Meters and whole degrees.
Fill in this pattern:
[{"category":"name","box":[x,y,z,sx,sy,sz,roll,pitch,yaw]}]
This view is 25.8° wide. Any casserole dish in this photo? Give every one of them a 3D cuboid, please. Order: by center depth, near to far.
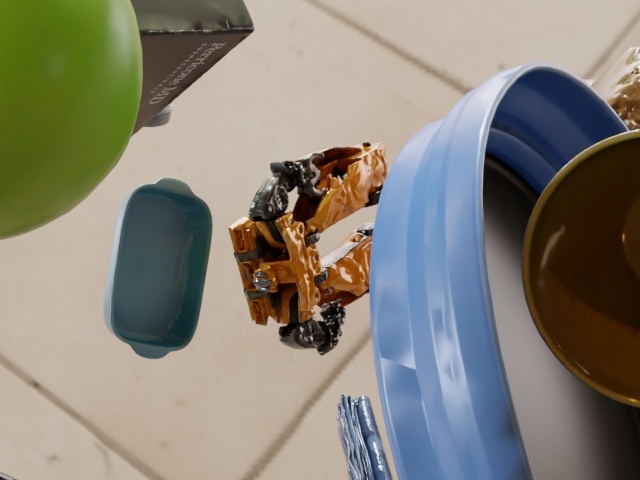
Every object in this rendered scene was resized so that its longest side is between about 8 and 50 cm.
[{"category":"casserole dish","box":[-0.173,0.028,1.447,0.037,0.114,0.188,1,80,48]}]

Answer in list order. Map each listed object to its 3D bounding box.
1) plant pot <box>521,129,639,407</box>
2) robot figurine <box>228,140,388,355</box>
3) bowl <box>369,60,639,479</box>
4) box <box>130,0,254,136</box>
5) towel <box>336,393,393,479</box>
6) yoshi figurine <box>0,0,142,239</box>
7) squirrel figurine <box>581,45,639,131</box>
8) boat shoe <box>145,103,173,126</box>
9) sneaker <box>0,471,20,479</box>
[{"category":"plant pot","box":[0.175,0.006,0.687,0.134,0.095,0.134,4,102,20]},{"category":"robot figurine","box":[0.000,0.000,1.505,0.085,0.211,0.291,-5,15,32]},{"category":"bowl","box":[0.152,0.094,0.784,0.077,0.391,0.391,-20,56,28]},{"category":"box","box":[-0.286,-0.136,1.005,0.312,0.343,0.179,-10,73,-47]},{"category":"towel","box":[0.035,0.161,0.926,0.029,0.067,0.119,-18,34,1]},{"category":"yoshi figurine","box":[-0.163,-0.134,0.450,0.203,0.203,0.362,-5,56,-33]},{"category":"squirrel figurine","box":[0.346,0.018,1.216,0.370,0.397,0.281,36,46,-4]},{"category":"boat shoe","box":[-0.246,-0.142,1.298,0.118,0.320,0.103,-15,98,-43]},{"category":"sneaker","box":[-0.136,0.223,1.013,0.281,0.106,0.162,35,46,11]}]
